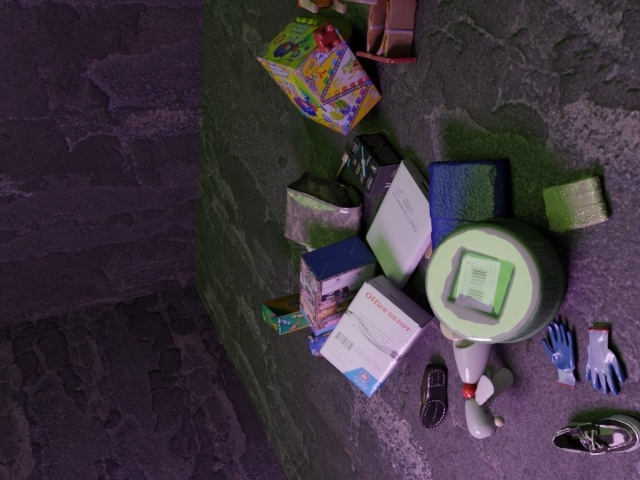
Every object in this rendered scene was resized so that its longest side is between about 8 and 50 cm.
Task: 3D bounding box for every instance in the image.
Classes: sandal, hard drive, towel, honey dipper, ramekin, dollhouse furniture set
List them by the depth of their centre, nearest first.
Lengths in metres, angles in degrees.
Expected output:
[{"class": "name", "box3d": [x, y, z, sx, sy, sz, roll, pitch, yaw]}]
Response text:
[{"class": "towel", "box3d": [0.547, -0.076, 1.204, 0.148, 0.027, 0.110, -19, 84, 63]}, {"class": "ramekin", "box3d": [0.393, 0.096, 1.294, 0.303, 0.148, 0.303, 0, 90, 34]}, {"class": "towel", "box3d": [0.391, -0.059, 1.456, 0.227, 0.076, 0.308, 7, 106, 46]}, {"class": "dollhouse furniture set", "box3d": [0.091, -0.590, 1.501, 0.152, 0.374, 0.201, 36, 130, 47]}, {"class": "hard drive", "box3d": [0.257, -0.044, 1.738, 0.233, 0.047, 0.353, 65, 150, 33]}, {"class": "sandal", "box3d": [0.017, -0.680, 1.892, 0.317, 0.126, 0.138, -130, 34, -56]}, {"class": "honey dipper", "box3d": [0.077, -0.268, 2.025, 0.030, 0.030, 0.161, 66, 152, 22]}]

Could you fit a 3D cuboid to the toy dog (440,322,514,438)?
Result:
[{"class": "toy dog", "box3d": [0.434, 0.322, 1.444, 0.161, 0.220, 0.334, -17, 93, 31]}]

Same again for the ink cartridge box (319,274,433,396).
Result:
[{"class": "ink cartridge box", "box3d": [0.175, 0.300, 1.775, 0.223, 0.129, 0.307, 40, 115, 19]}]

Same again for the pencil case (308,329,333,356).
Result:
[{"class": "pencil case", "box3d": [0.052, 0.388, 2.227, 0.306, 0.133, 0.119, -38, 34, 60]}]

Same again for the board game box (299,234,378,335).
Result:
[{"class": "board game box", "box3d": [0.058, 0.160, 1.967, 0.141, 0.232, 0.291, 54, 153, 39]}]

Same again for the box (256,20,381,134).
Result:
[{"class": "box", "box3d": [-0.007, -0.523, 1.778, 0.279, 0.177, 0.290, 46, 175, -38]}]

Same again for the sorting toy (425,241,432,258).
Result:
[{"class": "sorting toy", "box3d": [0.328, 0.026, 1.680, 0.083, 0.012, 0.062, 19, 115, 59]}]

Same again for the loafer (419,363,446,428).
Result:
[{"class": "loafer", "box3d": [0.354, 0.488, 1.763, 0.078, 0.080, 0.220, -117, 33, -74]}]

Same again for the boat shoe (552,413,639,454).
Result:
[{"class": "boat shoe", "box3d": [0.613, 0.440, 1.236, 0.219, 0.070, 0.078, -47, 60, 58]}]

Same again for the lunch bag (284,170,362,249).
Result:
[{"class": "lunch bag", "box3d": [0.026, -0.088, 2.028, 0.287, 0.169, 0.235, 24, 133, 21]}]

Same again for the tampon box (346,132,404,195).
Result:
[{"class": "tampon box", "box3d": [0.174, -0.244, 1.769, 0.161, 0.101, 0.120, 58, 147, 33]}]

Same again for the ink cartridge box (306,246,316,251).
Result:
[{"class": "ink cartridge box", "box3d": [0.000, 0.000, 2.257, 0.225, 0.056, 0.181, 60, 148, 35]}]

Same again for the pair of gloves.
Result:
[{"class": "pair of gloves", "box3d": [0.590, 0.264, 1.264, 0.198, 0.023, 0.159, -5, 94, 62]}]

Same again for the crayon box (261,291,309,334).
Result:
[{"class": "crayon box", "box3d": [-0.080, 0.282, 2.272, 0.165, 0.278, 0.081, 27, 125, 56]}]
